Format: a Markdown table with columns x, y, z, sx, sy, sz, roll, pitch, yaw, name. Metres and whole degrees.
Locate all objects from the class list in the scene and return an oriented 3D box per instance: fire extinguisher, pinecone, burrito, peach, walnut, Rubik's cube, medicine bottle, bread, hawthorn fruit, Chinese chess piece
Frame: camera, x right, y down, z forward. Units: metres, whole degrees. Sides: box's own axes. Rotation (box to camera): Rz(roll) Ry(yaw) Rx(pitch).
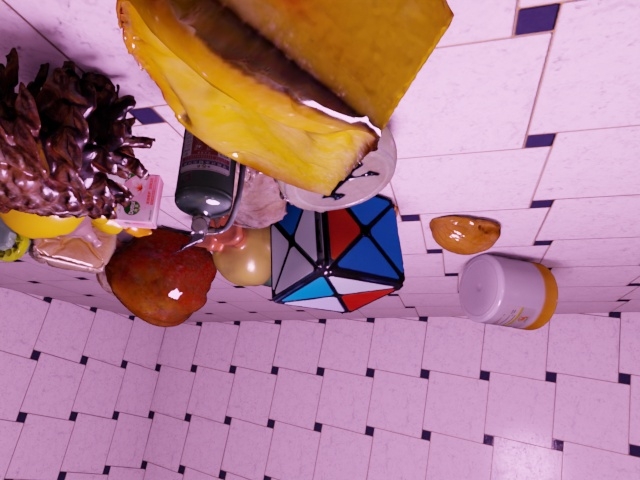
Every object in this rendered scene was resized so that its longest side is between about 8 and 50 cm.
| x | y | z | sx | sy | sz | roll | pitch | yaw | name |
| --- | --- | --- | --- | --- | --- | --- | --- | --- | --- |
| -0.178 | -0.115 | 0.765 | 0.118 | 0.294 | 0.093 | 4 | 161 | -5 | fire extinguisher |
| -0.418 | -0.158 | 0.760 | 0.296 | 0.241 | 0.298 | 3 | 163 | -32 | pinecone |
| -0.146 | -0.111 | 1.096 | 0.175 | 0.107 | 0.347 | 18 | 158 | -5 | burrito |
| -0.036 | -0.219 | 0.527 | 0.306 | 0.242 | 0.380 | 25 | 175 | -1 | peach |
| 0.405 | -0.004 | 1.363 | 0.211 | 0.086 | 0.167 | 9 | 165 | -17 | walnut |
| 0.032 | 0.022 | 1.191 | 0.249 | 0.246 | 0.250 | 13 | 150 | -30 | Rubik's cube |
| 0.633 | 0.177 | 1.642 | 0.232 | 0.237 | 0.238 | 9 | 161 | -17 | medicine bottle |
| -0.675 | -0.014 | 1.317 | 0.210 | 0.192 | 0.110 | 17 | 164 | -43 | bread |
| -0.496 | 0.114 | 1.508 | 0.308 | 0.308 | 0.325 | -12 | 167 | 38 | hawthorn fruit |
| 0.026 | -0.142 | 0.892 | 0.238 | 0.092 | 0.237 | -12 | 155 | -5 | Chinese chess piece |

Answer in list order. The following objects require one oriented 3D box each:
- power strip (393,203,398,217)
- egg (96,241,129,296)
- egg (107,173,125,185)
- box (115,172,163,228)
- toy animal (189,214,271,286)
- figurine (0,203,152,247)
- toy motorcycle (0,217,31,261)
| x | y | z | sx | sy | sz | roll | pitch | yaw | name |
| --- | --- | --- | --- | --- | --- | --- | --- | --- | --- |
| 0.177 | -0.062 | 1.308 | 0.049 | 0.028 | 0.178 | 5 | 161 | -4 | power strip |
| -0.680 | 0.099 | 1.673 | 0.195 | 0.194 | 0.233 | 10 | 148 | -22 | egg |
| -0.498 | -0.144 | 0.957 | 0.209 | 0.151 | 0.151 | 16 | 158 | -21 | egg |
| -0.427 | -0.094 | 1.140 | 0.089 | 0.125 | 0.043 | 3 | 161 | -5 | box |
| -0.202 | 0.045 | 1.429 | 0.216 | 0.191 | 0.338 | -10 | 159 | 32 | toy animal |
| -0.577 | -0.080 | 1.148 | 0.215 | 0.187 | 0.344 | 6 | 173 | 31 | figurine |
| -0.859 | -0.065 | 1.216 | 0.327 | 0.199 | 0.191 | 11 | 164 | 12 | toy motorcycle |
